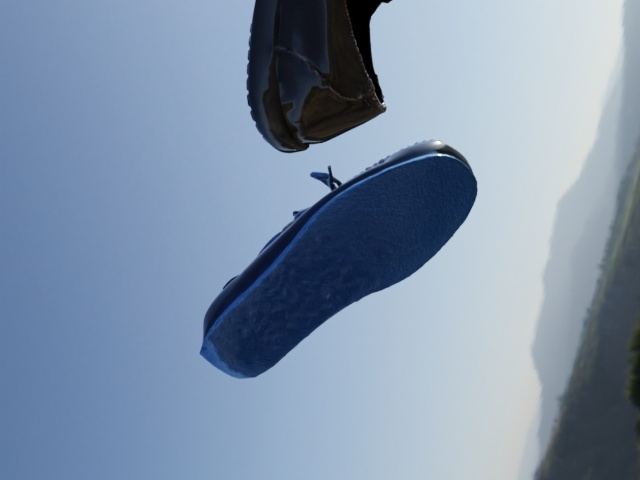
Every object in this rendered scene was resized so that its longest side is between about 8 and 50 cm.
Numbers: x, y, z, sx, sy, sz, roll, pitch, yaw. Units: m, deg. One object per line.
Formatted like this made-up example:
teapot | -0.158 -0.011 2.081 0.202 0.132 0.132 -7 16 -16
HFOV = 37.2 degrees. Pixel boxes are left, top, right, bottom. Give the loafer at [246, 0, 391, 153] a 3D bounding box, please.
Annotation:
loafer | 0.011 -0.156 0.515 0.080 0.078 0.220 15 -105 -69

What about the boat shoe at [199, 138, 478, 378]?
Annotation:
boat shoe | 0.000 0.000 0.736 0.109 0.258 0.089 50 -162 -24
